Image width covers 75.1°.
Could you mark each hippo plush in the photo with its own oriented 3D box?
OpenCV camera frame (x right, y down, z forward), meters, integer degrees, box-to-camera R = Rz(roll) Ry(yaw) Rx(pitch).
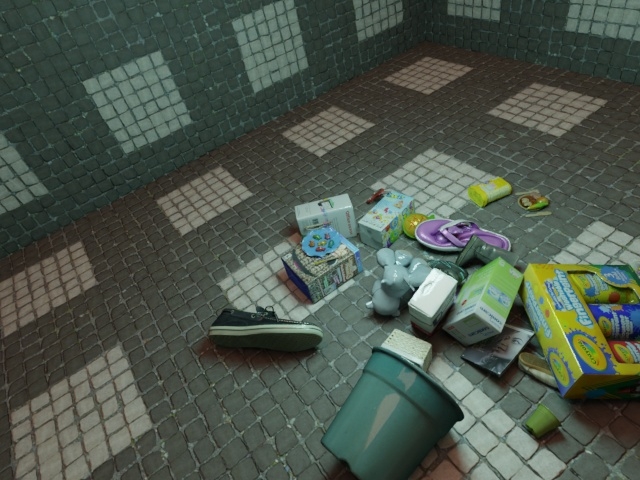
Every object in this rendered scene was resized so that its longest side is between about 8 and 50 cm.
[{"bbox_3d":[0.317,0.197,1.682,0.234,0.237,0.294,12,29,-3],"label":"hippo plush"}]

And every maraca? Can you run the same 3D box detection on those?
[{"bbox_3d":[0.485,-0.071,2.001,0.185,0.099,0.127,-2,81,-6],"label":"maraca"}]

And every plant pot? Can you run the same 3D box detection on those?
[{"bbox_3d":[0.684,0.566,1.292,0.079,0.083,0.083,-36,45,-5],"label":"plant pot"},{"bbox_3d":[0.198,0.564,1.268,0.341,0.341,0.334,28,65,37],"label":"plant pot"}]

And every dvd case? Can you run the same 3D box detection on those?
[{"bbox_3d":[0.638,0.378,1.500,0.221,0.018,0.164,-37,26,-22],"label":"dvd case"}]

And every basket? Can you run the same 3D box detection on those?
[{"bbox_3d":[0.319,0.416,1.526,0.167,0.113,0.103,20,49,33],"label":"basket"}]

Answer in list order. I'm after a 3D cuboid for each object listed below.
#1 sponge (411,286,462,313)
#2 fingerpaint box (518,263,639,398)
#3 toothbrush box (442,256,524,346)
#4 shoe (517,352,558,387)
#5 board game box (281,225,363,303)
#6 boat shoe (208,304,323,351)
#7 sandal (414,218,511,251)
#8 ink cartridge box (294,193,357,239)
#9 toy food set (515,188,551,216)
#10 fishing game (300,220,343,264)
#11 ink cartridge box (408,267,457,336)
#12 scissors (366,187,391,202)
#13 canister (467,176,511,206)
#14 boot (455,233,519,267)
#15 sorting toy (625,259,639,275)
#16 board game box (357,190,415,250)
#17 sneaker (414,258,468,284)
[{"bbox_3d":[0.483,0.248,1.713,0.210,0.031,0.117,-5,44,11],"label":"sponge"},{"bbox_3d":[0.933,0.285,1.395,0.370,0.163,0.445,1,43,1],"label":"fingerpaint box"},{"bbox_3d":[0.604,0.229,1.550,0.122,0.206,0.283,37,58,2],"label":"toothbrush box"},{"bbox_3d":[0.779,0.450,1.402,0.219,0.058,0.076,21,33,29],"label":"shoe"},{"bbox_3d":[0.008,0.108,1.920,0.291,0.141,0.232,-33,45,-18],"label":"board game box"},{"bbox_3d":[-0.225,0.351,1.706,0.500,0.187,0.156,-3,50,21],"label":"boat shoe"},{"bbox_3d":[0.636,-0.031,1.859,0.416,0.102,0.169,11,58,13],"label":"sandal"},{"bbox_3d":[0.030,-0.097,2.084,0.278,0.201,0.117,-14,43,2],"label":"ink cartridge box"},{"bbox_3d":[1.027,-0.193,2.011,0.132,0.039,0.192,-7,43,9],"label":"toy food set"},{"bbox_3d":[0.000,0.000,1.902,0.189,0.041,0.264,-12,42,0],"label":"fishing game"},{"bbox_3d":[0.420,0.236,1.560,0.100,0.237,0.172,32,73,27],"label":"ink cartridge box"},{"bbox_3d":[0.325,-0.254,2.169,0.109,0.021,0.297,-43,7,-18],"label":"scissors"},{"bbox_3d":[0.853,-0.250,2.099,0.169,0.073,0.126,-22,43,-9],"label":"canister"},{"bbox_3d":[0.702,0.090,1.772,0.208,0.190,0.076,31,29,7],"label":"boot"},{"bbox_3d":[1.237,0.099,1.614,0.083,0.075,0.045,-5,43,12],"label":"sorting toy"},{"bbox_3d":[0.329,-0.097,2.040,0.144,0.142,0.275,26,56,37],"label":"board game box"},{"bbox_3d":[0.504,0.132,1.773,0.106,0.101,0.267,-20,23,-28],"label":"sneaker"}]
